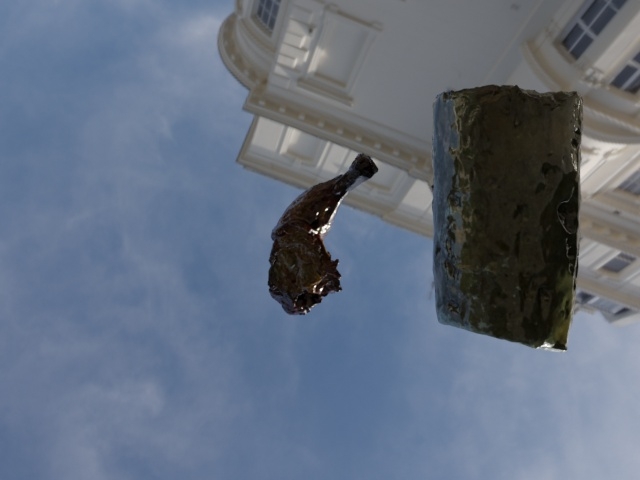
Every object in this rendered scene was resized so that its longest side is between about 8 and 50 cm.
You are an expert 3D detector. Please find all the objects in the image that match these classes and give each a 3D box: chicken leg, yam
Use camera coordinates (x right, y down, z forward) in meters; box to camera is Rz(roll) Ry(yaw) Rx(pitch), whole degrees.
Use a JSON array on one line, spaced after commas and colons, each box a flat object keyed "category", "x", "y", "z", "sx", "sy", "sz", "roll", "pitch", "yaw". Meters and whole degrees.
[{"category": "chicken leg", "x": -0.005, "y": -0.002, "z": 0.415, "sx": 0.062, "sy": 0.145, "sz": 0.037, "roll": 19, "pitch": -151, "yaw": 8}, {"category": "yam", "x": 0.137, "y": -0.010, "z": 0.420, "sx": 0.107, "sy": 0.107, "sz": 0.194, "roll": -3, "pitch": -85, "yaw": -21}]
